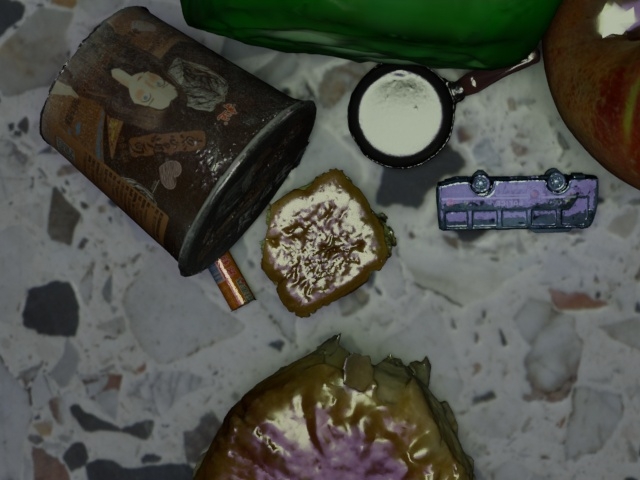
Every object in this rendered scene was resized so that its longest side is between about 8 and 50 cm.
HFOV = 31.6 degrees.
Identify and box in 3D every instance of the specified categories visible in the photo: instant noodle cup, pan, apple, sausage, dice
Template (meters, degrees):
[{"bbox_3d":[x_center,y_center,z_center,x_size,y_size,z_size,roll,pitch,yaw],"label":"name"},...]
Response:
[{"bbox_3d":[-0.146,-0.107,1.132,0.207,0.217,0.217,36,97,8],"label":"instant noodle cup"},{"bbox_3d":[0.128,-0.152,1.174,0.212,0.040,0.115,-24,92,14],"label":"pan"},{"bbox_3d":[0.378,-0.194,1.008,0.277,0.348,0.348,-1,96,-33],"label":"apple"},{"bbox_3d":[-0.108,0.024,1.219,0.031,0.031,0.107,-28,92,7],"label":"sausage"},{"bbox_3d":[0.043,-0.305,1.009,0.300,0.297,0.287,4,93,-18],"label":"dice"}]

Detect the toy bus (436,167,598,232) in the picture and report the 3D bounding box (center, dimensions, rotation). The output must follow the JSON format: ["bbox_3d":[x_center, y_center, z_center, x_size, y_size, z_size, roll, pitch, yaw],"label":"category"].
[{"bbox_3d":[0.203,-0.041,1.176,0.166,0.047,0.065,-1,100,7],"label":"toy bus"}]

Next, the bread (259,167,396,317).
[{"bbox_3d":[0.000,0.000,1.188,0.140,0.069,0.128,-36,90,6],"label":"bread"}]

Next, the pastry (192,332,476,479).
[{"bbox_3d":[0.018,0.273,1.176,0.329,0.136,0.329,0,94,4],"label":"pastry"}]
